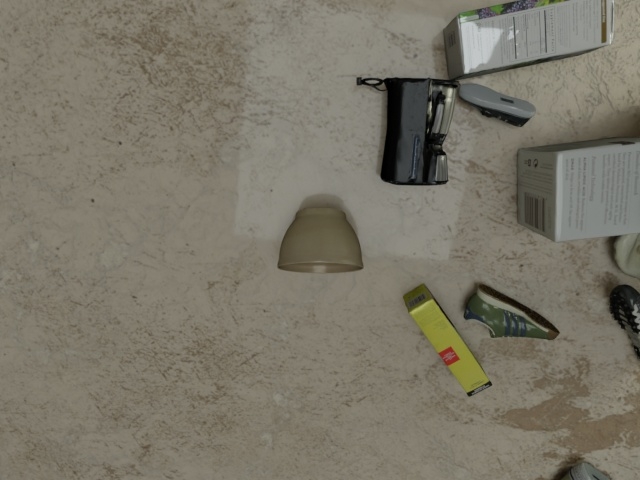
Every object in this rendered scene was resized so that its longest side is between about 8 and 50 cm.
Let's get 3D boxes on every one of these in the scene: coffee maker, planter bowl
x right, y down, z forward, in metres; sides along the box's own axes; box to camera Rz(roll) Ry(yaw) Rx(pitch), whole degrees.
[{"bbox_3d":[0.153,-0.193,0.727,0.171,0.120,0.179,10,106,24],"label":"coffee maker"},{"bbox_3d":[0.000,0.000,0.765,0.161,0.162,0.109,0,80,3],"label":"planter bowl"}]

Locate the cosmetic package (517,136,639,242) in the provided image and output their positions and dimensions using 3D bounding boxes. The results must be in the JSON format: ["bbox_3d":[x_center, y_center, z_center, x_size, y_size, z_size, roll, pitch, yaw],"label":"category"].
[{"bbox_3d":[0.470,-0.095,0.709,0.183,0.151,0.152,-7,105,4],"label":"cosmetic package"}]

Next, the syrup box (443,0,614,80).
[{"bbox_3d":[0.340,-0.343,0.676,0.236,0.093,0.097,-11,104,6],"label":"syrup box"}]

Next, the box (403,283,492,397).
[{"bbox_3d":[0.261,0.206,0.835,0.058,0.087,0.232,-34,102,11],"label":"box"}]

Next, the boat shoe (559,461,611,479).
[{"bbox_3d":[0.685,0.634,0.937,0.302,0.109,0.094,40,119,1],"label":"boat shoe"}]

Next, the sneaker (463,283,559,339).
[{"bbox_3d":[0.385,0.169,0.835,0.192,0.064,0.086,28,112,-5],"label":"sneaker"}]

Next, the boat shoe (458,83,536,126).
[{"bbox_3d":[0.314,-0.242,0.731,0.142,0.049,0.040,19,144,2],"label":"boat shoe"}]

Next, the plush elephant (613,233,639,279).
[{"bbox_3d":[0.705,0.036,0.694,0.271,0.330,0.256,-35,78,5],"label":"plush elephant"}]

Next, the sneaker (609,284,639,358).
[{"bbox_3d":[0.672,0.165,0.813,0.106,0.078,0.234,-35,105,8],"label":"sneaker"}]
